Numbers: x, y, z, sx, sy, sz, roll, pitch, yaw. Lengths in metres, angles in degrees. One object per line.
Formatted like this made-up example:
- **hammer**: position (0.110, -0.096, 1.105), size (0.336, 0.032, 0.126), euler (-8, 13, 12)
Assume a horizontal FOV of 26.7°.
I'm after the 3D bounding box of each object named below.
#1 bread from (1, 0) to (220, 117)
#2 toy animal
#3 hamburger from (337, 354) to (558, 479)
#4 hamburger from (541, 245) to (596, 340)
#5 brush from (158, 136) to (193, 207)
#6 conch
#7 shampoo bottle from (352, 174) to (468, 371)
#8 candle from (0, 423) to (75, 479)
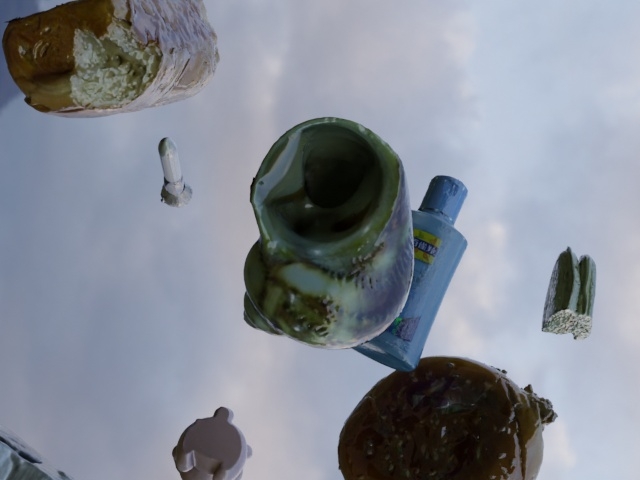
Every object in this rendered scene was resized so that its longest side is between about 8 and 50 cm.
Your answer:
- **bread**: position (-0.258, -0.236, 1.736), size (0.195, 0.344, 0.149), euler (-15, -83, 19)
- **toy animal**: position (-0.166, 0.344, 2.064), size (0.212, 0.124, 0.124), euler (105, -16, -63)
- **hamburger**: position (0.165, 0.267, 1.718), size (0.146, 0.286, 0.243), euler (55, 25, -66)
- **hamburger**: position (0.274, 0.053, 1.460), size (0.121, 0.054, 0.084), euler (74, 27, -71)
- **brush**: position (-0.183, -0.082, 1.640), size (0.299, 0.042, 0.039), euler (101, 5, -80)
- **conch**: position (-0.001, 0.000, 1.145), size (0.181, 0.187, 0.124), euler (-46, -165, -8)
- **shampoo bottle**: position (0.118, 0.032, 1.692), size (0.061, 0.103, 0.258), euler (115, 0, -65)
- **candle**: position (-0.229, 0.167, 0.934), size (0.068, 0.192, 0.168), euler (-54, -166, -12)
